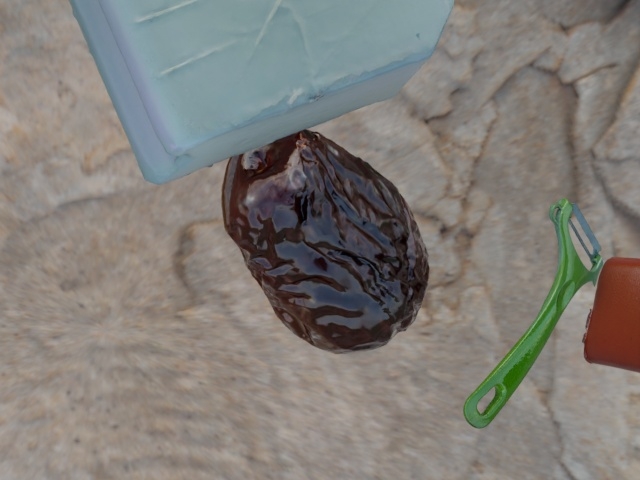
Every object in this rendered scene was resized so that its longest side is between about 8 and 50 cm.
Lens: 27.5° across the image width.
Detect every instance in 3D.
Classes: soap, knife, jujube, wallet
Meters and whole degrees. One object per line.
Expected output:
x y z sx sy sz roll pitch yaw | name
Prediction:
-0.061 -0.193 0.675 0.172 0.095 0.290 -22 85 -18 | soap
0.141 0.052 0.862 0.078 0.022 0.166 50 62 -32 | knife
0.000 0.000 1.570 0.216 0.342 0.216 -13 56 20 | jujube
0.395 0.091 1.585 0.045 0.204 0.142 15 86 -17 | wallet
